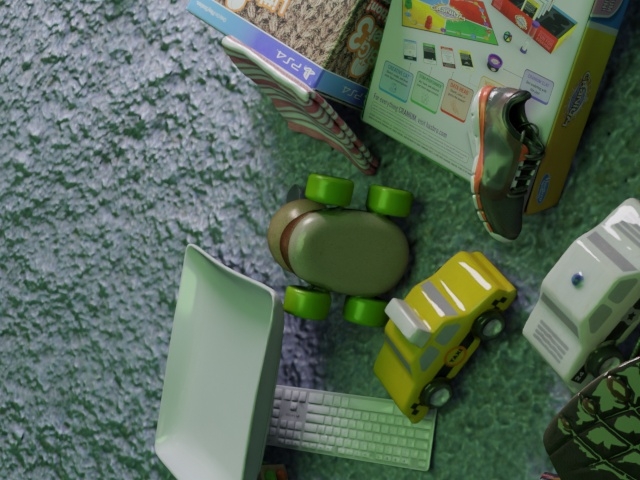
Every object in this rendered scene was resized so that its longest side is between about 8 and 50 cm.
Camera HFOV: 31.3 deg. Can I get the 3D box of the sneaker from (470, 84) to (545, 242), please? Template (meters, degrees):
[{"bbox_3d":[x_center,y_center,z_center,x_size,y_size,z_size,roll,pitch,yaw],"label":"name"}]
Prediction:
[{"bbox_3d":[0.188,-0.074,1.120,0.065,0.061,0.158,0,103,38],"label":"sneaker"}]

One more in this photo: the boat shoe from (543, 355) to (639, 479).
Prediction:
[{"bbox_3d":[0.354,0.132,0.982,0.324,0.120,0.123,-28,73,16],"label":"boat shoe"}]

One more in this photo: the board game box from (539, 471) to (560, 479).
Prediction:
[{"bbox_3d":[0.253,0.264,1.066,0.194,0.194,0.060,4,85,49],"label":"board game box"}]

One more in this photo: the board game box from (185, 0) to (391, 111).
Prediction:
[{"bbox_3d":[0.022,-0.331,1.318,0.232,0.141,0.291,36,103,33],"label":"board game box"}]

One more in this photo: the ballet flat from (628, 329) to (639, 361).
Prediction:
[{"bbox_3d":[0.323,0.115,1.079,0.077,0.079,0.222,27,99,23],"label":"ballet flat"}]

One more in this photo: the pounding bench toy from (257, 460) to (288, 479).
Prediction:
[{"bbox_3d":[-0.074,0.281,1.347,0.065,0.052,0.083,-25,69,29],"label":"pounding bench toy"}]

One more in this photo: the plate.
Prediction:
[{"bbox_3d":[-0.115,0.164,1.336,0.278,0.045,0.277,24,105,62],"label":"plate"}]

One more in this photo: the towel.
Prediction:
[{"bbox_3d":[-0.022,-0.148,1.289,0.144,0.197,0.029,36,87,34],"label":"towel"}]

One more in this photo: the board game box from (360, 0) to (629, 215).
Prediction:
[{"bbox_3d":[0.180,-0.220,1.172,0.242,0.064,0.317,35,124,33],"label":"board game box"}]

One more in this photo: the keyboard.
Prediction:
[{"bbox_3d":[0.018,0.212,1.317,0.256,0.014,0.072,2,84,35],"label":"keyboard"}]

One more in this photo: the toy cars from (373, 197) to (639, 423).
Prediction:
[{"bbox_3d":[0.184,0.069,1.136,0.393,0.087,0.177,-20,58,43],"label":"toy cars"}]

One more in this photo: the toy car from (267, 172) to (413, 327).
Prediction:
[{"bbox_3d":[0.000,0.000,1.316,0.188,0.149,0.155,21,100,62],"label":"toy car"}]
